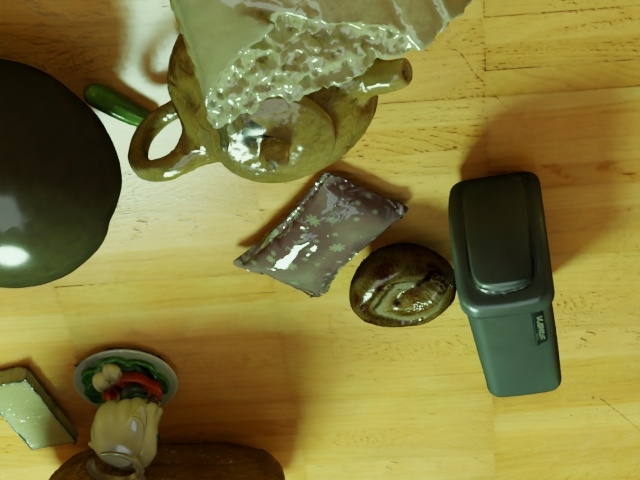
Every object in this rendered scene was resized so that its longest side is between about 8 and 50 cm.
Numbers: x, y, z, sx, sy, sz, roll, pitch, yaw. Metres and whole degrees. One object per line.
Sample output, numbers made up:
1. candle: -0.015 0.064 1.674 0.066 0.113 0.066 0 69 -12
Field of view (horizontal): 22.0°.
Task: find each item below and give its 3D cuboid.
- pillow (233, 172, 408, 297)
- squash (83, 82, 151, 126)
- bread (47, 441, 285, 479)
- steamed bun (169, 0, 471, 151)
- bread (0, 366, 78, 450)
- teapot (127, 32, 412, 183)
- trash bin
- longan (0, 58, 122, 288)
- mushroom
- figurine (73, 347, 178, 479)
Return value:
1. pillow: 0.000 0.000 1.808 0.118 0.043 0.185 24 133 -25
2. squash: -0.203 -0.134 1.669 0.089 0.027 0.027 29 131 -33
3. bread: -0.206 0.344 2.008 0.328 0.337 0.148 3 105 3
4. steamed bun: -0.008 -0.264 1.357 0.272 0.290 0.273 -20 128 1
5. bread: -0.362 0.211 2.052 0.068 0.028 0.153 -13 138 14
6. teapot: -0.056 -0.125 1.575 0.311 0.167 0.203 -19 135 21
7. trash bin: 0.200 0.042 1.761 0.101 0.176 0.236 -9 141 7
8. longan: -0.318 -0.067 1.602 0.248 0.248 0.248 0 138 0
9. mushroom: 0.091 0.056 1.834 0.127 0.087 0.127 -8 140 -7
10. figurine: -0.240 0.221 1.969 0.132 0.153 0.132 0 138 0
